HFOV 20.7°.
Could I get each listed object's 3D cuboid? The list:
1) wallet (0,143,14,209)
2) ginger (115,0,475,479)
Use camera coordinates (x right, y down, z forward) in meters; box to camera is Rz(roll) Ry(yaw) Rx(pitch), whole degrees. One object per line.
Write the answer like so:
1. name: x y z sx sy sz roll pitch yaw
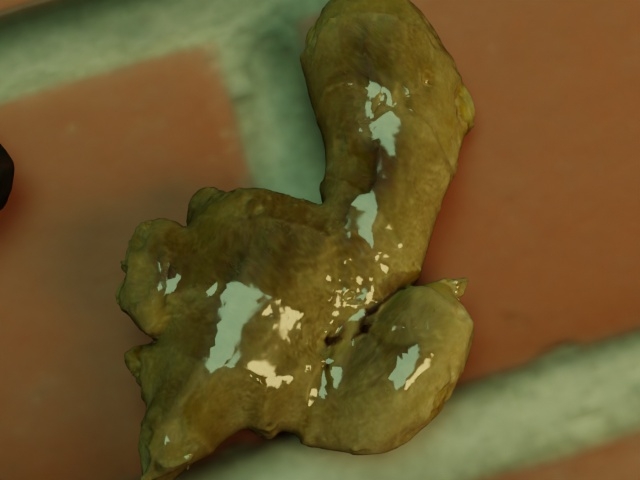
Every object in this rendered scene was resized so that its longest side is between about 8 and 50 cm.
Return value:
1. wallet: -0.251 -0.043 0.715 0.182 0.049 0.229 -42 71 -9
2. ginger: -0.008 -0.007 0.663 0.133 0.059 0.214 1 70 3
